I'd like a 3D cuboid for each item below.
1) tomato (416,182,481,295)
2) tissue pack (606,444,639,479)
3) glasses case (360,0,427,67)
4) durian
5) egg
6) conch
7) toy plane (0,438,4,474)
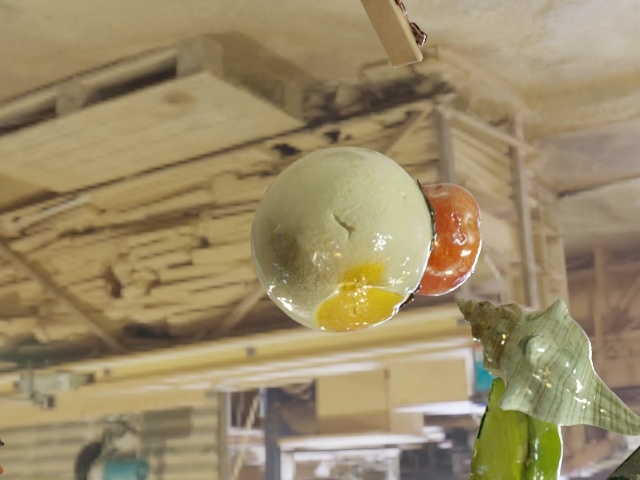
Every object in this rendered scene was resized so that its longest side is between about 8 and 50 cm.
[{"bbox_3d":[0.216,-0.002,2.119,0.189,0.232,0.232,9,164,-7],"label":"tomato"},{"bbox_3d":[0.558,0.310,1.515,0.081,0.257,0.185,50,174,-25],"label":"tissue pack"},{"bbox_3d":[0.174,-0.482,2.329,0.102,0.070,0.193,-6,122,45],"label":"glasses case"},{"bbox_3d":[0.295,0.326,1.601,0.101,0.250,0.139,6,174,-31],"label":"durian"},{"bbox_3d":[0.000,0.000,1.697,0.337,0.337,0.201,-12,174,34],"label":"egg"},{"bbox_3d":[0.241,0.128,1.168,0.137,0.114,0.234,-18,-144,-26],"label":"conch"},{"bbox_3d":[-0.476,0.226,1.401,0.061,0.189,0.130,-23,171,21],"label":"toy plane"}]
